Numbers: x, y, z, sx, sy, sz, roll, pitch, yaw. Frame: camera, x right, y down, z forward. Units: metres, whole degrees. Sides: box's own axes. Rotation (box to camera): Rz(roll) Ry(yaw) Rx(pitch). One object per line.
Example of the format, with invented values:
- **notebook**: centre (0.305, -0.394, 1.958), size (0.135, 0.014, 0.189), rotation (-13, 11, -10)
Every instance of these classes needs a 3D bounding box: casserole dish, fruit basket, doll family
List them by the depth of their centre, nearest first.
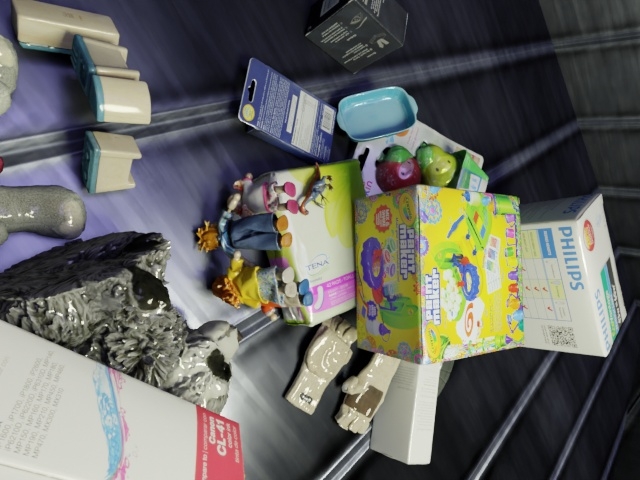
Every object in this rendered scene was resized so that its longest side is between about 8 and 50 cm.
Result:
- **doll family**: centre (-0.123, 0.019, 0.684), size (0.118, 0.163, 0.264), rotation (-19, 102, -62)
- **casserole dish**: centre (0.125, -0.279, 0.925), size (0.188, 0.037, 0.114), rotation (-16, 78, -9)
- **fruit basket**: centre (0.231, -0.129, 0.988), size (0.352, 0.165, 0.328), rotation (24, 80, -26)

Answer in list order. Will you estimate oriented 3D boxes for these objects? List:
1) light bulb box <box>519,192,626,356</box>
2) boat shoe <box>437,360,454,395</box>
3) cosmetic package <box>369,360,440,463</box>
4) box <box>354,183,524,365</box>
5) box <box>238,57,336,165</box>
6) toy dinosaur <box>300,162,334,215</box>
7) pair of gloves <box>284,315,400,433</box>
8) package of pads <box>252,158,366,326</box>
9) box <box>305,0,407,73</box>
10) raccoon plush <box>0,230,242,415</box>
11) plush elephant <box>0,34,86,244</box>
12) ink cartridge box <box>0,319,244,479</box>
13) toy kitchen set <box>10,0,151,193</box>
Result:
- **light bulb box**: centre (0.578, 0.090, 1.134), size (0.225, 0.360, 0.359), rotation (-27, 104, -38)
- **boat shoe**: centre (0.291, 0.253, 1.058), size (0.118, 0.102, 0.321), rotation (34, 69, -54)
- **cosmetic package**: centre (0.195, 0.370, 0.941), size (0.085, 0.117, 0.232), rotation (20, 74, -36)
- **box**: centre (0.228, 0.059, 0.790), size (0.278, 0.177, 0.291), rotation (2, 86, -32)
- **box**: centre (-0.066, -0.252, 0.832), size (0.225, 0.036, 0.137), rotation (20, 73, -39)
- **toy dinosaur**: centre (-0.013, -0.084, 0.742), size (0.082, 0.047, 0.090), rotation (-31, 64, -22)
- **pair of gloves**: centre (0.056, 0.283, 0.870), size (0.240, 0.042, 0.204), rotation (34, 76, -26)
- **package of pads**: centre (0.000, 0.000, 0.815), size (0.229, 0.101, 0.297), rotation (-15, 93, -37)
- **box**: centre (0.079, -0.472, 0.900), size (0.158, 0.155, 0.093), rotation (23, 70, -37)
- **raccoon plush**: centre (-0.326, 0.171, 0.530), size (0.445, 0.216, 0.300), rotation (-13, 111, -10)
- **plush elephant**: centre (-0.409, -0.107, 0.382), size (0.329, 0.255, 0.272), rotation (-18, 97, -40)
- **ink cartridge box**: centre (-0.261, 0.240, 0.402), size (0.226, 0.131, 0.306), rotation (-41, 120, 13)
- **toy kitchen set**: centre (-0.342, -0.196, 0.578), size (0.122, 0.166, 0.207), rotation (-9, 55, -41)
